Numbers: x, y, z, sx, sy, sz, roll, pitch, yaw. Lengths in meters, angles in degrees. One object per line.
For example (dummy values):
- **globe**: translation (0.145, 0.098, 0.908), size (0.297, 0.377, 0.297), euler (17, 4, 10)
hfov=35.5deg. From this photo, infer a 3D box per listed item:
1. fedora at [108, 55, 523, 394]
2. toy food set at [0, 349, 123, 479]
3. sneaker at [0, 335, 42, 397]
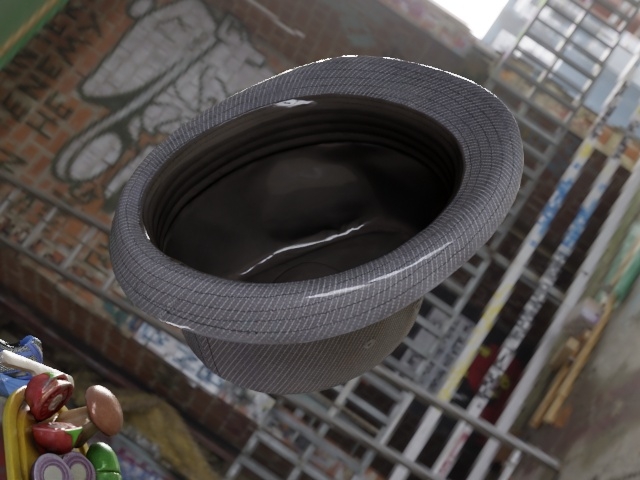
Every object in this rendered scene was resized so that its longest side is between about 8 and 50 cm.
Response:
- **fedora**: translation (0.000, 0.000, 0.657), size (0.275, 0.243, 0.124), euler (-45, -38, -38)
- **toy food set**: translation (-0.222, 0.184, 0.912), size (0.071, 0.218, 0.128), euler (-28, -36, 11)
- **sneaker**: translation (-0.460, 0.135, 1.283), size (0.083, 0.221, 0.087), euler (14, 85, 66)
